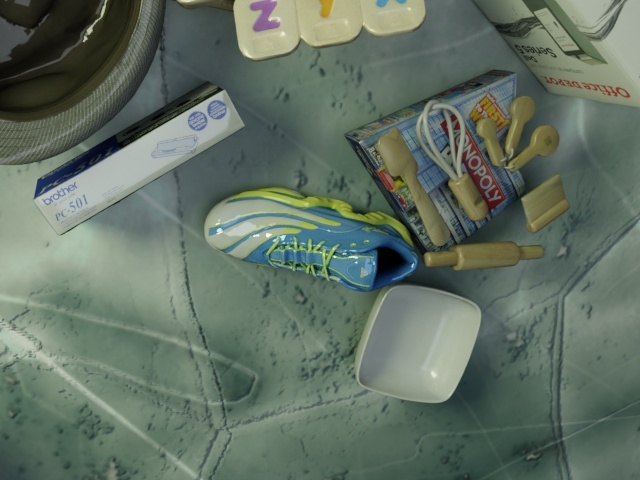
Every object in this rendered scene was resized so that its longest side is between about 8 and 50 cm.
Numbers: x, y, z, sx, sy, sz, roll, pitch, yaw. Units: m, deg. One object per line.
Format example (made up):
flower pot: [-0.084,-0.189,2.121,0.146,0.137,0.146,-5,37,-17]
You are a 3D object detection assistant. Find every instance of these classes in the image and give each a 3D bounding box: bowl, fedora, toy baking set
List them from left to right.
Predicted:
fedora: [-0.274,-0.209,0.728,0.244,0.124,0.275,33,86,-25]
bowl: [0.113,0.119,0.984,0.142,0.053,0.141,15,101,-20]
toy baking set: [0.171,-0.060,0.900,0.256,0.030,0.196,-8,103,-24]

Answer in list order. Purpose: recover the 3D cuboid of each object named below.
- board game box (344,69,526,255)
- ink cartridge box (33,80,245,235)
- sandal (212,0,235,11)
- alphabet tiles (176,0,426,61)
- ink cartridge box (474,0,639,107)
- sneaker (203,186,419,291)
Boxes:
board game box: [0.161,-0.098,0.932,0.194,0.060,0.194,-37,113,-3]
ink cartridge box: [-0.182,-0.086,0.808,0.207,0.097,0.046,-32,112,-7]
sandal: [-0.070,-0.264,0.801,0.240,0.079,0.088,-2,106,-17]
alphabet tiles: [-0.006,-0.304,0.751,0.284,0.021,0.277,-10,77,5]
ink cartridge box: [0.252,-0.272,0.835,0.273,0.198,0.115,43,90,-23]
sneaker: [0.000,0.000,0.874,0.240,0.126,0.091,3,104,-19]
